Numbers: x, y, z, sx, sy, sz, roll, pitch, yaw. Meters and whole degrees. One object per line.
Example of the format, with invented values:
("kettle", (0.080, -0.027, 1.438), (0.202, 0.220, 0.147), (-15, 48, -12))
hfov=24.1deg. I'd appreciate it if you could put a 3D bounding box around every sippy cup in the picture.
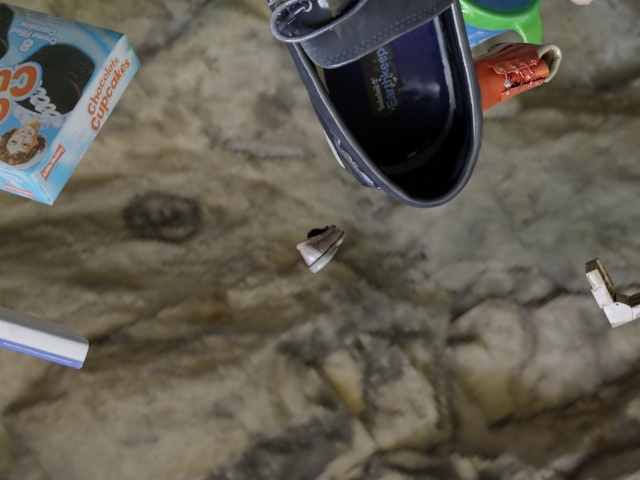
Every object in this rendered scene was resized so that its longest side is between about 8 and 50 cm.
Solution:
("sippy cup", (0.182, -0.372, 2.268), (0.240, 0.224, 0.305), (3, -117, -32))

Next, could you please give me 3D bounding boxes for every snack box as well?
("snack box", (-0.369, -0.163, 1.556), (0.322, 0.187, 0.060), (16, 154, 23))

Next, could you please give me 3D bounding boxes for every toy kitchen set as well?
("toy kitchen set", (0.384, 0.049, 1.903), (0.083, 0.075, 0.068), (60, -161, -17))

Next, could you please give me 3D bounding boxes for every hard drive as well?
("hard drive", (-0.481, 0.098, 2.001), (0.319, 0.040, 0.210), (18, 177, -18))

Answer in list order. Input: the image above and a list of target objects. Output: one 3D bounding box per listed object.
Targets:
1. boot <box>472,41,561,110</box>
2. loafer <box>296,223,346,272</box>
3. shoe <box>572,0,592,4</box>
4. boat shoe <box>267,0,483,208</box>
("boot", (0.214, -0.189, 1.725), (0.158, 0.085, 0.059), (-41, -58, -42))
("loafer", (0.000, 0.000, 1.723), (0.039, 0.045, 0.125), (46, -164, -5))
("shoe", (0.358, -0.439, 2.077), (0.058, 0.076, 0.219), (1, -94, -60))
("boat shoe", (0.031, -0.229, 1.277), (0.156, 0.187, 0.500), (-121, 8, -51))
